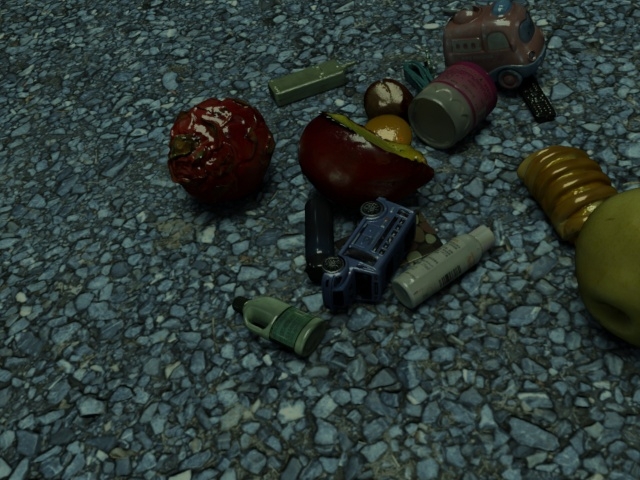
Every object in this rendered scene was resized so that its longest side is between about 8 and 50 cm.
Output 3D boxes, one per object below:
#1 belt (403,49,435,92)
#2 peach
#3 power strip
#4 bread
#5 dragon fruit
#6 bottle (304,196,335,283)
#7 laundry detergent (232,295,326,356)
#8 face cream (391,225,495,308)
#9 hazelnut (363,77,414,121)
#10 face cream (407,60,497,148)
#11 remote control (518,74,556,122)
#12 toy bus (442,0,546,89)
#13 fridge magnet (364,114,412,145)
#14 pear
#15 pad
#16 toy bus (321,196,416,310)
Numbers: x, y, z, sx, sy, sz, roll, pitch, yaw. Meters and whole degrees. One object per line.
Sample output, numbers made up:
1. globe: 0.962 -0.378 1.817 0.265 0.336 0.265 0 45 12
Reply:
1. belt: 0.320 -0.493 2.224 0.100 0.065 0.179 -24 48 0
2. peach: 0.102 -0.182 1.872 0.362 0.201 0.258 28 15 16
3. power strip: -0.018 -0.504 2.308 0.288 0.053 0.093 -20 44 -8
4. bread: 0.607 -0.113 1.746 0.173 0.121 0.311 -17 46 -5
5. dragon fruit: -0.265 -0.240 1.951 0.278 0.277 0.343 19 22 27
6. bottle: 0.000 0.000 1.801 0.082 0.072 0.244 24 40 -23
7. laundry detergent: -0.104 0.178 1.648 0.226 0.070 0.099 21 60 28
8. face cream: 0.288 0.053 1.679 0.269 0.082 0.082 -32 48 -18
9. hazelnut: 0.198 -0.391 2.107 0.154 0.143 0.143 19 52 18
10. face cream: 0.360 -0.369 2.010 0.175 0.175 0.195 28 56 33
11. remote control: 0.608 -0.420 2.112 0.063 0.025 0.245 -10 45 1
12. toy bus: 0.492 -0.581 2.130 0.294 0.231 0.197 5 46 33
13. fridge magnet: 0.181 -0.282 2.025 0.143 0.063 0.143 -3 65 7
14. pear: 0.655 0.050 1.461 0.310 0.309 0.309 -6 45 6
15. pad: 0.167 0.010 1.801 0.235 0.003 0.158 -21 46 -9
16. toy bus: 0.112 0.040 1.692 0.133 0.125 0.292 19 51 23
